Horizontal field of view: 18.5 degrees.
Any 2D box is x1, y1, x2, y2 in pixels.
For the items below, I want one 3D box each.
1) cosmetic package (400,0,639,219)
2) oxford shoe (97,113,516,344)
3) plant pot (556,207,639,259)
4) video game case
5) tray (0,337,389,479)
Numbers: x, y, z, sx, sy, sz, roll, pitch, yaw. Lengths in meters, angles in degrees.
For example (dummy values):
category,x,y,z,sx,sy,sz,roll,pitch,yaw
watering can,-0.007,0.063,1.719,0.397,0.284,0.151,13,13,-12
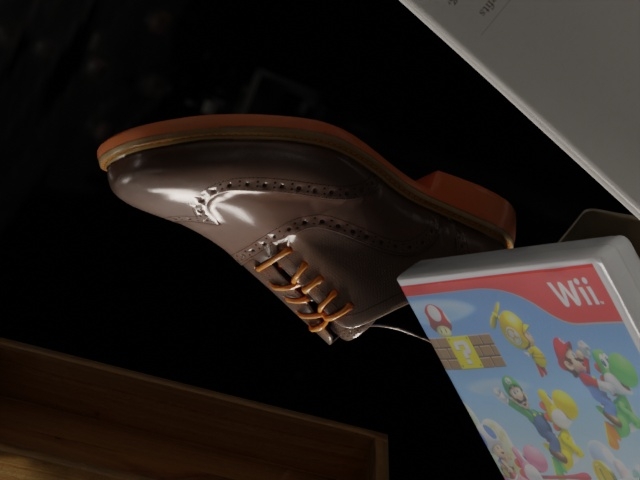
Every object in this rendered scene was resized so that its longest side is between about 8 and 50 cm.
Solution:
category,x,y,z,sx,sy,sz,roll,pitch,yaw
cosmetic package,0.209,-0.091,0.943,0.365,0.155,0.197,46,-79,14
oxford shoe,0.000,0.000,1.472,0.130,0.364,0.133,-29,-127,53
plant pot,0.216,0.053,1.368,0.109,0.096,0.109,11,-142,31
video game case,0.168,0.132,1.122,0.025,0.285,0.204,-34,-168,-27
tray,-0.142,0.211,1.845,0.203,0.411,0.076,-87,-167,-67
